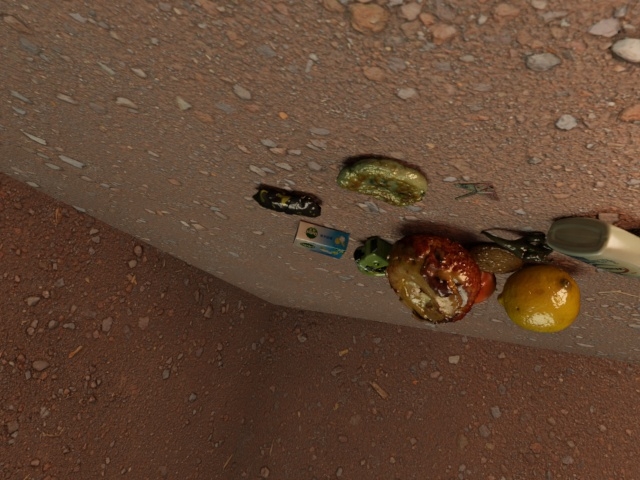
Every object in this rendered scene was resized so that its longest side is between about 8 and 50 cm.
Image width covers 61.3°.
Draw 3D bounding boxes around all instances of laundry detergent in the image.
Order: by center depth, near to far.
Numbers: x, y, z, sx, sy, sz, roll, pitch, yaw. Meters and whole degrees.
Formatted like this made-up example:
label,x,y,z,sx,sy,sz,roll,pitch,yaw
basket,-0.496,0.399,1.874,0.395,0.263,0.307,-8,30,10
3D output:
label,x,y,z,sx,sy,sz,roll,pitch,yaw
laundry detergent,0.757,0.027,1.408,0.280,0.105,0.215,17,178,-26

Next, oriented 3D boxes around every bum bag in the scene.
label,x,y,z,sx,sy,sz,roll,pitch,yaw
bum bag,-0.111,-0.122,1.741,0.232,0.060,0.107,10,155,8

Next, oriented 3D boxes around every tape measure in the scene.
label,x,y,z,sx,sy,sz,roll,pitch,yaw
tape measure,0.219,0.069,2.037,0.200,0.106,0.175,23,148,-35

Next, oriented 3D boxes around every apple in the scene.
label,x,y,z,sx,sy,sz,roll,pitch,yaw
apple,0.544,0.148,1.928,0.163,0.163,0.139,9,156,17

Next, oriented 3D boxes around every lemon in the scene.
label,x,y,z,sx,sy,sz,roll,pitch,yaw
lemon,0.723,0.190,1.786,0.228,0.228,0.253,26,164,-37

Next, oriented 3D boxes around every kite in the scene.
label,x,y,z,sx,sy,sz,roll,pitch,yaw
kite,0.402,-0.121,1.394,0.137,0.005,0.152,18,165,-11

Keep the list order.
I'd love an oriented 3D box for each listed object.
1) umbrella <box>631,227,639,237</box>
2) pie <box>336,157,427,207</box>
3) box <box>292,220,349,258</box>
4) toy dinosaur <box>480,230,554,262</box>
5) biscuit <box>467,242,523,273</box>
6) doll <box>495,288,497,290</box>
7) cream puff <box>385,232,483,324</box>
label,x,y,z,sx,sy,sz,roll,pitch,yaw
umbrella,0.822,-0.013,1.377,0.083,0.020,0.031,17,166,-30
pie,0.163,-0.149,1.419,0.240,0.054,0.240,11,164,3
box,0.001,0.000,2.040,0.194,0.073,0.139,15,165,-4
toy dinosaur,0.593,0.033,1.611,0.187,0.087,0.179,27,159,-34
biscuit,0.572,0.059,1.785,0.187,0.027,0.188,13,154,6
doll,0.619,0.165,2.119,0.190,0.050,0.115,23,166,-22
cream puff,0.383,0.112,1.774,0.350,0.228,0.350,41,156,22
